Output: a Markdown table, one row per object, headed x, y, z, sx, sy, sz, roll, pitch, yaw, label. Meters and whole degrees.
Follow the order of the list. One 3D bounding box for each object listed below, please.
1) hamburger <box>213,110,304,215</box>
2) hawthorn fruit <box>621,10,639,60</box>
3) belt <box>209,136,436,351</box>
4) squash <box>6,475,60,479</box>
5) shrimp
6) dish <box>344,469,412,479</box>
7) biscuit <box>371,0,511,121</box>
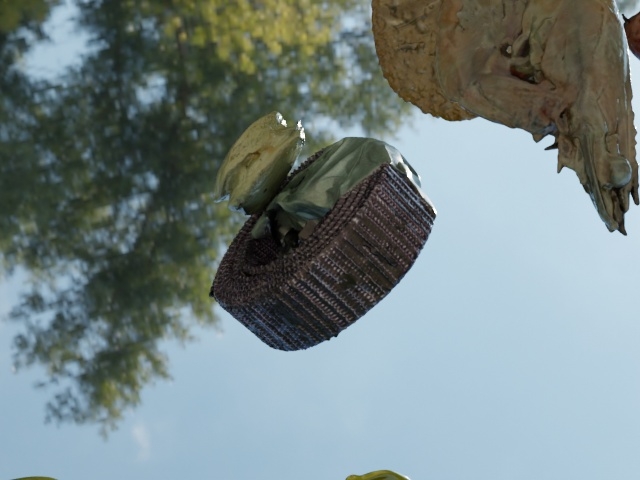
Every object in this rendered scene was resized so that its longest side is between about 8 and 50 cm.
| x | y | z | sx | sy | sz | roll | pitch | yaw | label |
| --- | --- | --- | --- | --- | --- | --- | --- | --- | --- |
| -0.071 | -0.089 | 1.536 | 0.062 | 0.140 | 0.133 | 38 | -111 | 9 | hamburger |
| 0.416 | -0.255 | 1.607 | 0.093 | 0.081 | 0.081 | 31 | -126 | 17 | hawthorn fruit |
| 0.000 | 0.000 | 1.478 | 0.260 | 0.122 | 0.325 | -52 | -163 | -14 | belt |
| -0.280 | 0.256 | 1.178 | 0.200 | 0.075 | 0.090 | -19 | -93 | 3 | squash |
| 0.183 | -0.136 | 1.098 | 0.164 | 0.062 | 0.316 | -23 | -121 | 21 | shrimp |
| 0.079 | 0.369 | 1.607 | 0.149 | 0.207 | 0.080 | -29 | -133 | 1 | dish |
| 0.147 | -0.235 | 1.373 | 0.220 | 0.219 | 0.033 | 21 | -161 | 24 | biscuit |
